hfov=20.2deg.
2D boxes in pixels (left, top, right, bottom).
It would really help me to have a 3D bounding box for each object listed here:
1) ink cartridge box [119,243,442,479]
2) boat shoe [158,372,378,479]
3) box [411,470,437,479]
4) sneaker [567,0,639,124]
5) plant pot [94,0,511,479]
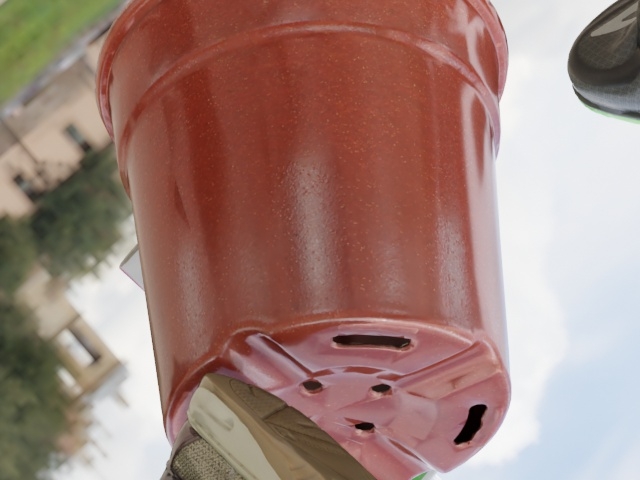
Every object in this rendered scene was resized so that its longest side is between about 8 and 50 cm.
[{"bbox_3d":[-0.033,0.132,1.764,0.069,0.371,0.176,-49,174,-1],"label":"ink cartridge box"},{"bbox_3d":[0.004,0.169,0.863,0.285,0.103,0.092,43,-73,47],"label":"boat shoe"},{"bbox_3d":[0.047,0.180,1.560,0.087,0.101,0.102,-47,-179,-28],"label":"box"},{"bbox_3d":[0.375,-0.242,1.678,0.483,0.202,0.185,-24,-134,60],"label":"sneaker"},{"bbox_3d":[0.000,0.000,1.101,0.272,0.272,0.265,-33,-134,31],"label":"plant pot"}]
